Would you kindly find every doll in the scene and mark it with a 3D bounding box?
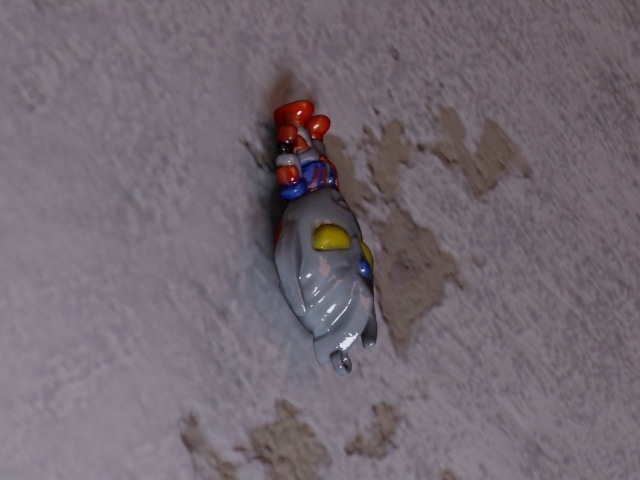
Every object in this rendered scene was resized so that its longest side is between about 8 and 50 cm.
[{"bbox_3d":[0.001,0.000,1.201,0.104,0.062,0.194,70,11,-64],"label":"doll"}]
